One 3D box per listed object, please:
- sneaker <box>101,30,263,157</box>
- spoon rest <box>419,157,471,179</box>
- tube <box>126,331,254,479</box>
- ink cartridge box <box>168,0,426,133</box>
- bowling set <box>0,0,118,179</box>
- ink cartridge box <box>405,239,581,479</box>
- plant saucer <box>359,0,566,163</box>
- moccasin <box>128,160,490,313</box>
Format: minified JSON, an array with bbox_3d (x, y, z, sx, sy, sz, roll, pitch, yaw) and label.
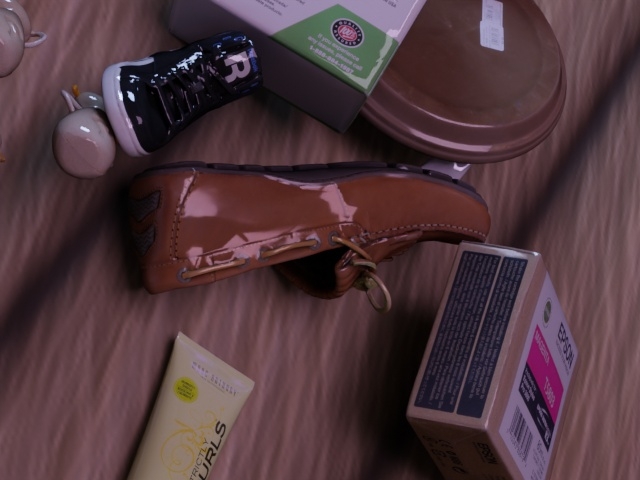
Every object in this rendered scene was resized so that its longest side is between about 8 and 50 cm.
[{"bbox_3d":[-0.113,-0.140,1.378,0.217,0.121,0.079,-79,149,-72],"label":"sneaker"},{"bbox_3d":[0.160,-0.147,1.676,0.137,0.084,0.276,42,59,-22],"label":"spoon rest"},{"bbox_3d":[-0.133,0.201,1.392,0.070,0.062,0.240,76,30,-52],"label":"tube"},{"bbox_3d":[0.013,-0.277,1.513,0.201,0.117,0.278,31,70,-2],"label":"ink cartridge box"},{"bbox_3d":[-0.317,-0.131,1.305,0.200,0.154,0.287,-33,107,7],"label":"bowling set"},{"bbox_3d":[0.176,0.142,1.548,0.193,0.088,0.234,-69,152,-24],"label":"ink cartridge box"},{"bbox_3d":[0.132,-0.202,1.627,0.278,0.041,0.277,10,55,-15],"label":"plant saucer"},{"bbox_3d":[0.002,0.000,1.490,0.380,0.139,0.146,-2,86,-39],"label":"moccasin"}]
